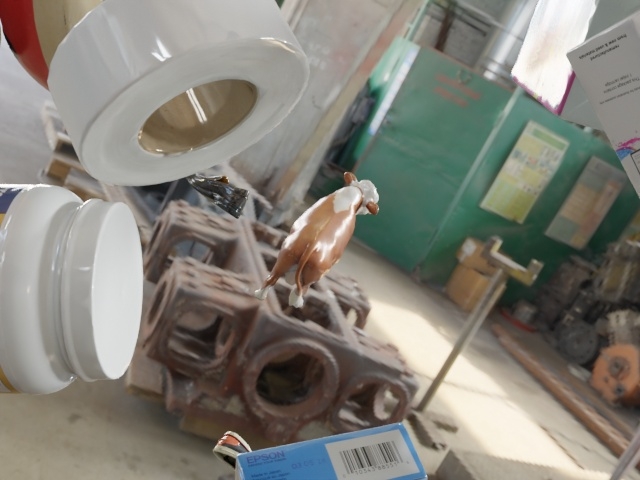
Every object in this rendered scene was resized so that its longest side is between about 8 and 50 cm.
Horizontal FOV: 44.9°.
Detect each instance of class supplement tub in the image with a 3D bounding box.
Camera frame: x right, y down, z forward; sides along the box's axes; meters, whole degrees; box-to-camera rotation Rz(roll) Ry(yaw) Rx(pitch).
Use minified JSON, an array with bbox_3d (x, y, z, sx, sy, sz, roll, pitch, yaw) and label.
[{"bbox_3d":[-0.371,0.051,0.841,0.316,0.228,0.228,1,15,1],"label":"supplement tub"}]

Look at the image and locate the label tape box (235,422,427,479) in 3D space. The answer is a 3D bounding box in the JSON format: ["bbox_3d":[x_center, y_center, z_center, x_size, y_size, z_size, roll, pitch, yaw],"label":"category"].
[{"bbox_3d":[0.002,0.424,1.098,0.241,0.333,0.106,-7,37,-16],"label":"label tape box"}]

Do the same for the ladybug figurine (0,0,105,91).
[{"bbox_3d":[-0.352,-0.401,1.087,0.162,0.449,0.305,5,11,2],"label":"ladybug figurine"}]

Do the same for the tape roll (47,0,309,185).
[{"bbox_3d":[-0.159,-0.178,0.893,0.286,0.286,0.100,0,60,-62],"label":"tape roll"}]

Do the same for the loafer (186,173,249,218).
[{"bbox_3d":[-0.212,-0.107,1.608,0.170,0.061,0.062,33,-3,30],"label":"loafer"}]

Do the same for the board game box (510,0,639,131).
[{"bbox_3d":[0.436,-0.338,1.315,0.097,0.224,0.303,14,22,-5],"label":"board game box"}]

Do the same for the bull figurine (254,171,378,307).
[{"bbox_3d":[0.000,0.000,1.368,0.101,0.188,0.310,37,34,6],"label":"bull figurine"}]

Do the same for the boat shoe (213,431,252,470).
[{"bbox_3d":[-0.112,0.363,1.230,0.137,0.049,0.043,44,36,-3],"label":"boat shoe"}]

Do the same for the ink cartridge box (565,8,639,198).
[{"bbox_3d":[0.452,-0.156,0.918,0.278,0.201,0.117,61,-23,-5],"label":"ink cartridge box"}]
